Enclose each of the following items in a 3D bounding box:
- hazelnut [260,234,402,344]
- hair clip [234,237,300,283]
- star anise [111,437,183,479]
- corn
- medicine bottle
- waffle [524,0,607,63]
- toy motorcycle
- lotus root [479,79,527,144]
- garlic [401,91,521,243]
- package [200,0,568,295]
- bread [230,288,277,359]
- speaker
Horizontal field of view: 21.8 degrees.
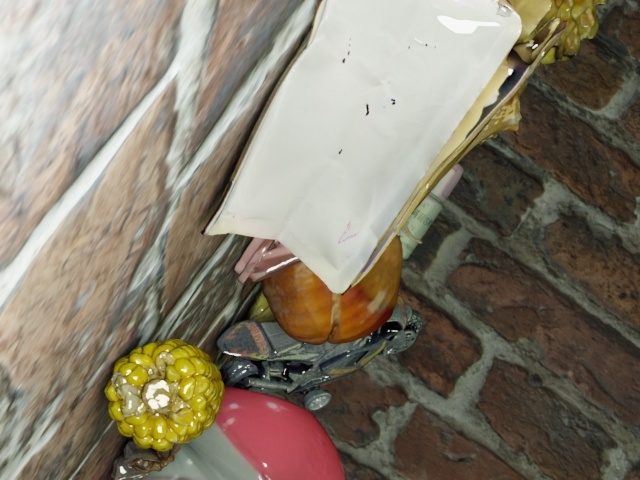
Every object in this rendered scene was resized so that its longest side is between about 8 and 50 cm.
[{"bbox_3d":[0.013,0.034,2.007,0.182,0.182,0.182,-55,175,-6],"label":"hazelnut"},{"bbox_3d":[-0.041,-0.021,1.811,0.138,0.102,0.123,-23,173,1],"label":"hair clip"},{"bbox_3d":[-0.195,0.237,1.882,0.124,0.056,0.129,-36,179,20],"label":"star anise"},{"bbox_3d":[-0.138,0.141,1.554,0.102,0.102,0.313,-55,179,-3],"label":"corn"},{"bbox_3d":[0.115,-0.071,2.442,0.168,0.135,0.135,-57,175,1],"label":"medicine bottle"},{"bbox_3d":[0.291,-0.363,2.001,0.301,0.058,0.281,-65,147,-14],"label":"waffle"},{"bbox_3d":[0.003,0.127,2.148,0.307,0.108,0.173,-17,147,-21],"label":"toy motorcycle"},{"bbox_3d":[0.227,-0.268,2.169,0.146,0.130,0.303,-56,169,-49],"label":"lotus root"},{"bbox_3d":[0.135,-0.133,2.010,0.245,0.164,0.145,-48,-170,-19],"label":"garlic"},{"bbox_3d":[0.061,-0.113,1.360,0.311,0.165,0.221,-58,175,34],"label":"package"},{"bbox_3d":[-0.028,0.119,2.256,0.178,0.135,0.240,-54,173,-28],"label":"bread"},{"bbox_3d":[-0.115,0.326,2.023,0.294,0.294,0.294,-55,175,-6],"label":"speaker"}]
